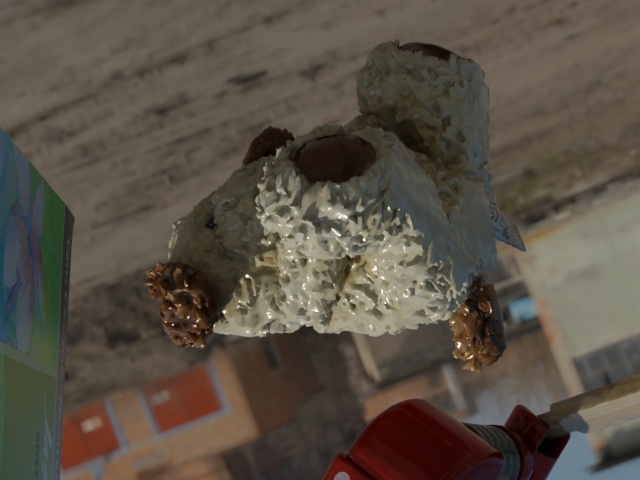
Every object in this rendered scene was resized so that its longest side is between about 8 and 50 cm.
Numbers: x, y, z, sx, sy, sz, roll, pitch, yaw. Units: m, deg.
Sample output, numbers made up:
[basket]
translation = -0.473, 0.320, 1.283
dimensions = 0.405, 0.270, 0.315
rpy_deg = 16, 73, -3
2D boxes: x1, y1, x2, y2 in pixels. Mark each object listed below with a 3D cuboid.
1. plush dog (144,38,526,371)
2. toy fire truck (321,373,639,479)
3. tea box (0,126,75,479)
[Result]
[plush dog]
translation = 0.000, 0.000, 1.063
dimensions = 0.225, 0.211, 0.262
rpy_deg = -7, -156, 28
[toy fire truck]
translation = 0.131, 0.166, 1.111
dimensions = 0.217, 0.158, 0.246
rpy_deg = 20, 102, -54
[tea box]
translation = -0.274, 0.062, 0.541
dimensions = 0.329, 0.220, 0.323
rpy_deg = 1, 172, 1
